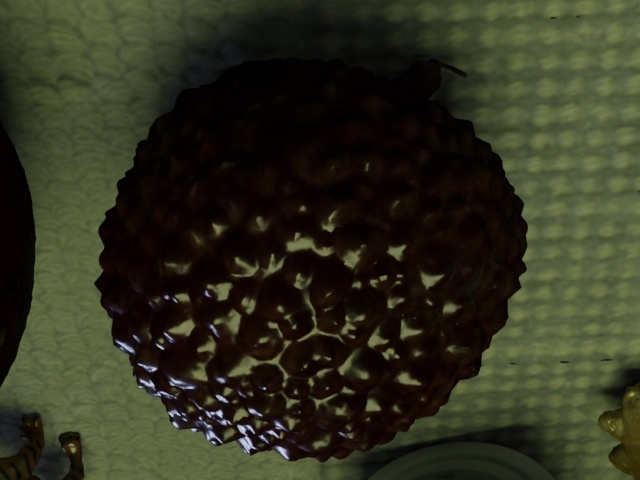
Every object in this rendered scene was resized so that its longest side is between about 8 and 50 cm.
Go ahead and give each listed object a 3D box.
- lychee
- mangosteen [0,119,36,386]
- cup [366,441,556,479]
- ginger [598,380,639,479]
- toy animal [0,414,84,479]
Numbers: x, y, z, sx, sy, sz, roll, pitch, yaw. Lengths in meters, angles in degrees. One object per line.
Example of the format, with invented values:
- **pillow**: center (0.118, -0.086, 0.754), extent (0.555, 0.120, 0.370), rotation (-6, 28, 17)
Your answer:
- **lychee**: center (0.000, 0.000, 0.823), extent (0.264, 0.300, 0.264), rotation (28, 158, 13)
- **mangosteen**: center (-0.321, 0.003, 0.808), extent (0.306, 0.359, 0.306), rotation (1, 100, 8)
- **cup**: center (0.148, 0.383, 1.163), extent (0.253, 0.253, 0.372), rotation (-13, 124, 8)
- **ginger**: center (0.302, 0.179, 1.108), extent (0.115, 0.081, 0.205), rotation (-17, 131, -30)
- **toy animal**: center (-0.246, 0.244, 1.108), extent (0.114, 0.116, 0.255), rotation (-24, 130, 20)
